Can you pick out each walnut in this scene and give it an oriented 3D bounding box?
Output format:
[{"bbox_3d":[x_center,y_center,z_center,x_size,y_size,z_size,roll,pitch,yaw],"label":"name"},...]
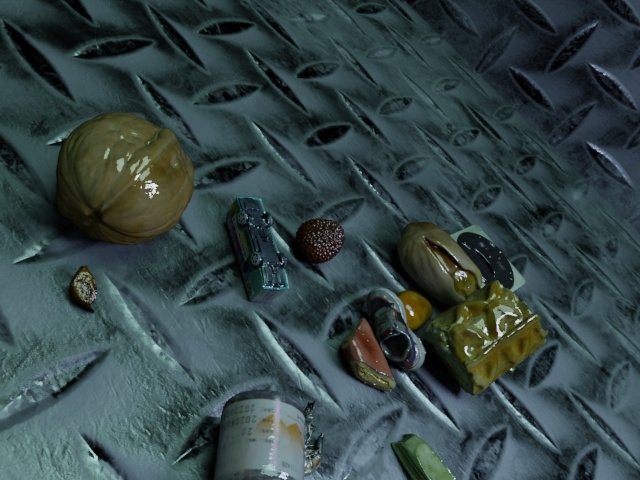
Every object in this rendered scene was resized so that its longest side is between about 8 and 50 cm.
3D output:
[{"bbox_3d":[-0.412,-0.135,1.397,0.277,0.252,0.313,20,37,-6],"label":"walnut"}]

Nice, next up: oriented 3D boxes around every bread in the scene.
[{"bbox_3d":[0.101,0.274,1.573,0.119,0.067,0.192,10,48,-45],"label":"bread"},{"bbox_3d":[0.425,0.249,1.700,0.252,0.196,0.238,-39,75,-13],"label":"bread"}]

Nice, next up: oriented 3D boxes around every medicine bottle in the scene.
[{"bbox_3d":[-0.109,0.425,1.184,0.165,0.165,0.273,21,42,-23],"label":"medicine bottle"}]

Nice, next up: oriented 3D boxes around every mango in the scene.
[{"bbox_3d":[0.241,0.186,1.759,0.111,0.089,0.163,58,31,2],"label":"mango"}]

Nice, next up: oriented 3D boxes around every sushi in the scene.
[{"bbox_3d":[-0.471,0.093,1.298,0.050,0.047,0.099,1,70,-24],"label":"sushi"}]

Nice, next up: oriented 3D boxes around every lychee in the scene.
[{"bbox_3d":[0.000,-0.003,1.712,0.123,0.129,0.123,50,2,-3],"label":"lychee"}]

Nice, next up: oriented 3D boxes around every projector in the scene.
[{"bbox_3d":[0.516,0.075,2.088,0.259,0.079,0.257,-20,67,-49],"label":"projector"}]

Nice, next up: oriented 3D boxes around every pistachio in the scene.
[{"bbox_3d":[0.337,0.070,1.900,0.166,0.197,0.288,-41,97,-8],"label":"pistachio"}]

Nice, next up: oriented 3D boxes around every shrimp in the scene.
[{"bbox_3d":[-0.028,0.416,1.369,0.091,0.034,0.161,39,44,-22],"label":"shrimp"}]

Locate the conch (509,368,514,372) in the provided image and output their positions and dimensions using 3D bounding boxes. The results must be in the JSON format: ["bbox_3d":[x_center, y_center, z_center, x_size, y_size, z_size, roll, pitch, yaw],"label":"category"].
[{"bbox_3d":[0.506,0.256,1.881,0.137,0.143,0.251,-11,76,-26],"label":"conch"}]

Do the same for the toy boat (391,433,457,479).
[{"bbox_3d":[0.272,0.559,1.455,0.093,0.055,0.293,-17,65,-44],"label":"toy boat"}]

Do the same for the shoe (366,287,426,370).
[{"bbox_3d":[0.168,0.227,1.631,0.125,0.099,0.228,-1,57,-59],"label":"shoe"}]

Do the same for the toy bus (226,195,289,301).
[{"bbox_3d":[-0.155,0.018,1.574,0.091,0.109,0.262,6,52,-38],"label":"toy bus"}]
